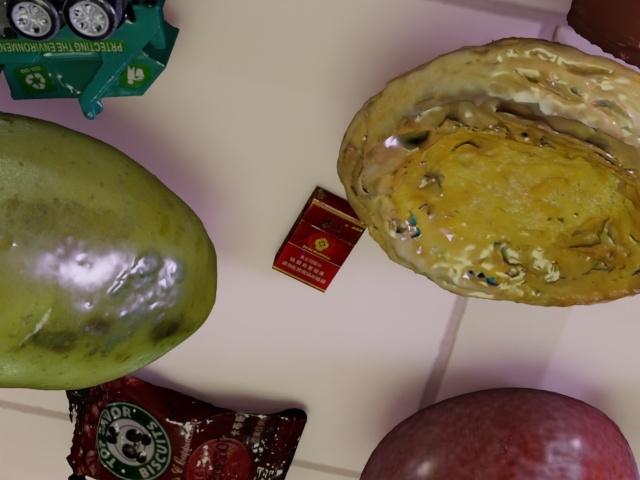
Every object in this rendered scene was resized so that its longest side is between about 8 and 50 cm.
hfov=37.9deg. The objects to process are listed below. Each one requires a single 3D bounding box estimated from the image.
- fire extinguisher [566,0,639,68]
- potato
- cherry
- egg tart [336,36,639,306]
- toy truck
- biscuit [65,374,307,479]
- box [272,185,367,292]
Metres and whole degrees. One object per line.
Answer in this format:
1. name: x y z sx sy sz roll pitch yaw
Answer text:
1. fire extinguisher: 0.259 -0.249 0.514 0.106 0.147 0.337 9 126 -14
2. potato: -0.220 0.009 0.687 0.304 0.216 0.216 5 130 -35
3. cherry: 0.148 0.256 0.821 0.285 0.213 0.236 -31 123 14
4. egg tart: 0.152 -0.052 0.665 0.290 0.107 0.291 11 151 6
5. toy truck: -0.203 -0.151 0.663 0.216 0.110 0.116 0 134 7
6. biscuit: -0.144 0.200 0.910 0.235 0.063 0.151 17 112 1
7. box: 0.000 0.000 0.783 0.051 0.023 0.082 26 123 -11
